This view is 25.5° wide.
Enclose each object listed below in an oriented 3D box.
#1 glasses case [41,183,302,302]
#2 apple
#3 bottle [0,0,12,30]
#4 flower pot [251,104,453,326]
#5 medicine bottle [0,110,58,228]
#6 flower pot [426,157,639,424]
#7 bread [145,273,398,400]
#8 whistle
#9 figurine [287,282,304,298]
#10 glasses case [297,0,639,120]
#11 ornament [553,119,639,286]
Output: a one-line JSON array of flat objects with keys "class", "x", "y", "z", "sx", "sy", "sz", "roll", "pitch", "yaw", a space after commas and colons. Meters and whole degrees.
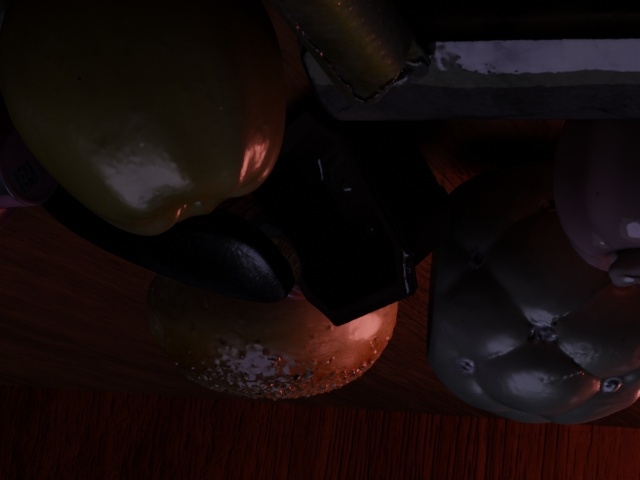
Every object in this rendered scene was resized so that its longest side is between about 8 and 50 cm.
[{"class": "glasses case", "x": -0.157, "y": -0.023, "z": 1.355, "sx": 0.321, "sy": 0.082, "sz": 0.122, "roll": 19, "pitch": 155, "yaw": 32}, {"class": "apple", "x": -0.114, "y": -0.105, "z": 0.930, "sx": 0.200, "sy": 0.200, "sz": 0.200, "roll": 7, "pitch": 166, "yaw": 2}, {"class": "bottle", "x": -0.270, "y": -0.148, "z": 1.001, "sx": 0.104, "sy": 0.104, "sz": 0.245, "roll": 12, "pitch": 166, "yaw": -17}, {"class": "flower pot", "x": 0.033, "y": -0.031, "z": 1.251, "sx": 0.084, "sy": 0.179, "sz": 0.251, "roll": -28, "pitch": 179, "yaw": -23}, {"class": "medicine bottle", "x": -0.338, "y": -0.069, "z": 1.320, "sx": 0.188, "sy": 0.119, "sz": 0.094, "roll": -1, "pitch": 166, "yaw": 32}, {"class": "flower pot", "x": 0.197, "y": 0.046, "z": 1.277, "sx": 0.195, "sy": 0.246, "sz": 0.246, "roll": 5, "pitch": 166, "yaw": 4}, {"class": "bread", "x": -0.052, "y": 0.092, "z": 1.621, "sx": 0.306, "sy": 0.158, "sz": 0.305, "roll": -1, "pitch": -172, "yaw": 0}, {"class": "whistle", "x": -0.011, "y": -0.165, "z": 0.819, "sx": 0.068, "sy": 0.057, "sz": 0.326, "roll": -12, "pitch": 154, "yaw": 18}, {"class": "figurine", "x": 0.005, "y": 0.005, "z": 1.466, "sx": 0.114, "sy": 0.126, "sz": 0.157, "roll": 46, "pitch": -173, "yaw": 32}, {"class": "glasses case", "x": 0.140, "y": -0.122, "z": 0.973, "sx": 0.299, "sy": 0.060, "sz": 0.114, "roll": 2, "pitch": 153, "yaw": 23}, {"class": "ornament", "x": 0.261, "y": -0.037, "z": 1.055, "sx": 0.177, "sy": 0.177, "sz": 0.177, "roll": 7, "pitch": 166, "yaw": 2}]
